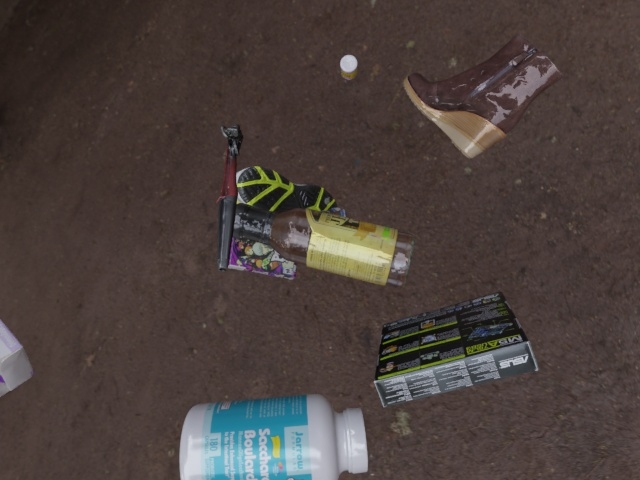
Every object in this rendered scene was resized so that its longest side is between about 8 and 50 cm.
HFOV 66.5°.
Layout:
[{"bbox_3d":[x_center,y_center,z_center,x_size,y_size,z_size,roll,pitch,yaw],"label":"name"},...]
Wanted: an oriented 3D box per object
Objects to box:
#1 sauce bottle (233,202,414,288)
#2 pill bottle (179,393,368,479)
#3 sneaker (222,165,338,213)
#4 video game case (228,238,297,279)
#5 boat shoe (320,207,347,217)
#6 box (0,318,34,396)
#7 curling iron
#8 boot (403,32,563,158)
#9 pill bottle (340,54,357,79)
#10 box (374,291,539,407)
[{"bbox_3d":[0.000,0.000,0.920,0.344,0.111,0.111,14,77,4],"label":"sauce bottle"},{"bbox_3d":[-0.065,0.311,0.736,0.264,0.146,0.146,-5,63,-2],"label":"pill bottle"},{"bbox_3d":[-0.098,-0.106,1.368,0.147,0.385,0.145,8,75,48],"label":"sneaker"},{"bbox_3d":[-0.164,-0.012,1.475,0.042,0.210,0.232,-28,53,60],"label":"video game case"},{"bbox_3d":[0.024,-0.035,1.100,0.066,0.183,0.066,-9,98,-4],"label":"boat shoe"},{"bbox_3d":[-0.452,0.052,0.562,0.324,0.067,0.063,37,50,20],"label":"box"},{"bbox_3d":[-0.159,-0.080,0.822,0.035,0.068,0.274,1,69,2],"label":"curling iron"},{"bbox_3d":[0.288,-0.293,0.905,0.207,0.090,0.248,-47,55,22],"label":"boot"},{"bbox_3d":[0.073,-0.441,1.252,0.043,0.083,0.043,0,90,5],"label":"pill bottle"},{"bbox_3d":[0.173,0.140,0.660,0.191,0.184,0.045,-19,101,14],"label":"box"}]
